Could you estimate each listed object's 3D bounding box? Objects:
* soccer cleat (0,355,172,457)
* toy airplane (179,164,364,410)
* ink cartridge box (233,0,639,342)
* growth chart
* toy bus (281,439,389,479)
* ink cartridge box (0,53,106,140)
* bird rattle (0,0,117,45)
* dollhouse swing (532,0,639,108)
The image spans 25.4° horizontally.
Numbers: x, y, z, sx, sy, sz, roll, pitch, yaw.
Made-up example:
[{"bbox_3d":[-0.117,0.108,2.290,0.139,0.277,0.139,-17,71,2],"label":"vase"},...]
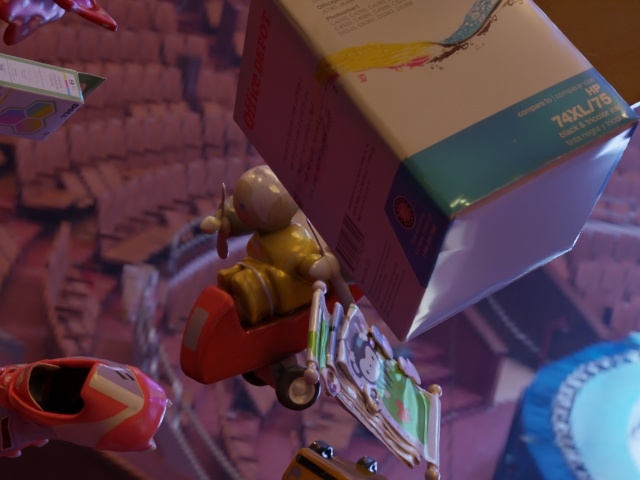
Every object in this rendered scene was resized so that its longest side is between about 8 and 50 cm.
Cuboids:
[{"bbox_3d":[-0.229,0.125,1.133,0.248,0.083,0.095,-3,-33,38],"label":"soccer cleat"},{"bbox_3d":[0.000,0.000,1.854,0.386,0.272,0.384,-22,28,27],"label":"toy airplane"},{"bbox_3d":[0.083,-0.102,1.189,0.197,0.198,0.270,-27,66,-24],"label":"ink cartridge box"},{"bbox_3d":[0.057,0.144,1.472,0.237,0.021,0.172,44,29,-31],"label":"growth chart"},{"bbox_3d":[0.041,0.323,1.633,0.108,0.130,0.332,33,-2,23],"label":"toy bus"},{"bbox_3d":[-0.415,-0.201,2.042,0.209,0.109,0.062,8,56,-46],"label":"ink cartridge box"},{"bbox_3d":[-0.250,-0.314,1.285,0.143,0.253,0.207,8,-31,34],"label":"bird rattle"},{"bbox_3d":[0.352,-0.293,1.618,0.315,0.347,0.305,-15,-10,-42],"label":"dollhouse swing"}]
